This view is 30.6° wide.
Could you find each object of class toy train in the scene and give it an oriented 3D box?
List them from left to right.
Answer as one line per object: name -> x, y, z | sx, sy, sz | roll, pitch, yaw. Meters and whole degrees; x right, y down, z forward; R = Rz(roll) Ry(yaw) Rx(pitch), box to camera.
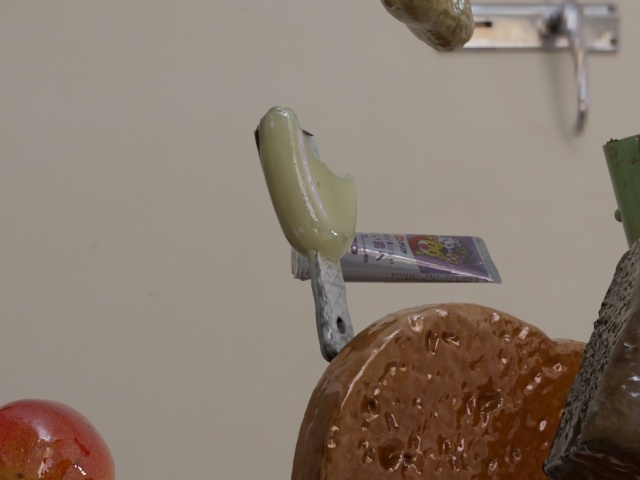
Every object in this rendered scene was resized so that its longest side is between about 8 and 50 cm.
toy train -> 0.545, -0.058, 1.859 | 0.177, 0.116, 0.285 | -16, -92, 45

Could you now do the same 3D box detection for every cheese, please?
cheese -> -0.001, 0.000, 1.084 | 0.127, 0.050, 0.235 | 26, 49, -55

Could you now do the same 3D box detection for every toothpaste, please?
toothpaste -> 0.109, 0.025, 1.693 | 0.114, 0.299, 0.073 | -106, -159, -54

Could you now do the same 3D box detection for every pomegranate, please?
pomegranate -> -0.401, 0.340, 1.597 | 0.221, 0.221, 0.256 | 100, 5, -57

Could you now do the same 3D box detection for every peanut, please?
peanut -> 0.124, -0.289, 1.406 | 0.214, 0.099, 0.099 | 9, 77, -59

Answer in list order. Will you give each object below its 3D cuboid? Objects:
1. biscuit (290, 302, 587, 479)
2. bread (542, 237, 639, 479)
biscuit -> 0.171, 0.242, 1.085 | 0.078, 0.455, 0.350 | 1, -121, 61
bread -> 0.327, 0.149, 0.608 | 0.165, 0.416, 0.113 | -56, 171, -33
